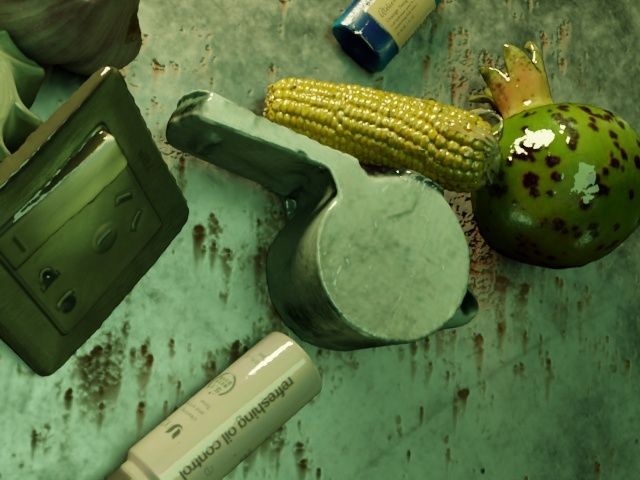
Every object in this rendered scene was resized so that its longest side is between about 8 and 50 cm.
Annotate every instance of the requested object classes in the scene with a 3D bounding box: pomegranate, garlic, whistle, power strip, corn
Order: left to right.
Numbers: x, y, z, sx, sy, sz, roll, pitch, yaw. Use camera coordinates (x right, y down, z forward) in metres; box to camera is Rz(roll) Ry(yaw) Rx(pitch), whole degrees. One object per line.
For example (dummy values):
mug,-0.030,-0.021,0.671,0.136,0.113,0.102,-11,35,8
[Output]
power strip,-0.265,-0.020,0.998,0.092,0.251,0.257,30,66,23
garlic,-0.237,-0.298,1.043,0.256,0.207,0.207,-27,92,-8
whistle,0.010,-0.029,1.113,0.188,0.168,0.405,-39,97,-23
corn,0.066,-0.129,1.133,0.293,0.106,0.106,15,73,11
pomegranate,0.266,-0.094,1.217,0.231,0.231,0.286,-35,76,-24

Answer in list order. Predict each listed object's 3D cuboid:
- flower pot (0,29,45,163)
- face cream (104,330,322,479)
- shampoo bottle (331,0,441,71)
flower pot,-0.464,-0.169,0.945,0.367,0.164,0.254,44,63,-11
face cream,-0.137,0.224,1.052,0.311,0.092,0.092,-38,96,-22
shampoo bottle,0.098,-0.305,1.262,0.087,0.050,0.183,42,68,-8
